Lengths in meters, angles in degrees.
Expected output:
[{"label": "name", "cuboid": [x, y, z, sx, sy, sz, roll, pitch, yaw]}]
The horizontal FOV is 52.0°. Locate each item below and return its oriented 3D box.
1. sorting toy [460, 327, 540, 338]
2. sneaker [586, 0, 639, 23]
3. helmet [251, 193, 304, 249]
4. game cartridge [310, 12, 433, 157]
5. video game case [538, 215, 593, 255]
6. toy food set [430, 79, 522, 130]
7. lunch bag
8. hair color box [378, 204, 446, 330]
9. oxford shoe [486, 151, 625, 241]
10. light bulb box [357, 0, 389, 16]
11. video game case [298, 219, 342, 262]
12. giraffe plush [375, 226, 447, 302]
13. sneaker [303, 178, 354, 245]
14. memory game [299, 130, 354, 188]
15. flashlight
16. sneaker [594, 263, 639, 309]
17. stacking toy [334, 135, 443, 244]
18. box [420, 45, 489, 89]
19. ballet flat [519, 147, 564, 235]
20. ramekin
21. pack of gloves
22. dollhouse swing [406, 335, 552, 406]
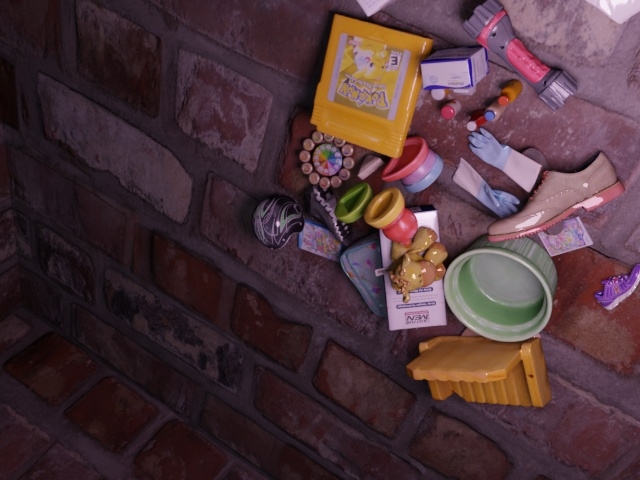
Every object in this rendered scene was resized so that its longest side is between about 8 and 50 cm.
[{"label": "sorting toy", "cuboid": [0.552, 0.307, 2.045, 0.193, 0.038, 0.208, 34, 129, 11]}, {"label": "sneaker", "cuboid": [0.585, -0.589, 1.362, 0.292, 0.108, 0.169, 49, 131, -5]}, {"label": "helmet", "cuboid": [-0.151, -0.061, 2.180, 0.169, 0.161, 0.169, 21, 125, 33]}, {"label": "game cartridge", "cuboid": [0.128, -0.418, 1.776, 0.285, 0.053, 0.323, 22, 112, 22]}, {"label": "video game case", "cuboid": [0.658, -0.010, 1.769, 0.122, 0.011, 0.087, -23, 104, 42]}, {"label": "toy food set", "cuboid": [0.383, -0.347, 1.666, 0.232, 0.104, 0.111, 10, 125, 29]}, {"label": "lunch bag", "cuboid": [0.204, 0.115, 2.101, 0.224, 0.108, 0.279, -23, 105, 42]}, {"label": "hair color box", "cuboid": [0.268, 0.079, 1.935, 0.174, 0.105, 0.347, -6, 102, 4]}, {"label": "oxford shoe", "cuboid": [0.564, -0.105, 1.636, 0.348, 0.123, 0.130, -25, 96, 6]}, {"label": "light bulb box", "cuboid": [0.144, -0.727, 1.401, 0.225, 0.358, 0.361, -29, 102, 41]}, {"label": "video game case", "cuboid": [0.000, 0.000, 2.230, 0.166, 0.015, 0.119, 20, 129, 23]}, {"label": "giraffe plush", "cuboid": [0.251, 0.076, 1.793, 0.210, 0.170, 0.181, -30, 100, 8]}, {"label": "sneaker", "cuboid": [0.023, -0.081, 2.121, 0.106, 0.078, 0.234, -21, 102, 45]}, {"label": "memory game", "cuboid": [0.018, -0.248, 2.015, 0.186, 0.012, 0.186, 7, 106, 23]}, {"label": "flashlight", "cuboid": [0.475, -0.438, 1.545, 0.304, 0.103, 0.103, 44, 131, 4]}, {"label": "sneaker", "cuboid": [0.786, 0.118, 1.730, 0.071, 0.068, 0.170, 41, 135, 13]}, {"label": "stacking toy", "cuboid": [0.200, -0.129, 1.843, 0.130, 0.309, 0.280, 41, 156, -26]}, {"label": "box", "cuboid": [0.333, -0.428, 1.624, 0.126, 0.137, 0.072, 5, 121, 33]}, {"label": "ballet flat", "cuboid": [0.571, -0.126, 1.718, 0.249, 0.084, 0.058, 64, 175, -17]}, {"label": "ramekin", "cuboid": [0.518, 0.122, 1.860, 0.303, 0.148, 0.303, 18, 128, 25]}, {"label": "pack of gloves", "cuboid": [0.445, -0.171, 1.725, 0.232, 0.046, 0.195, 44, 140, 34]}, {"label": "dollhouse swing", "cuboid": [0.462, 0.437, 1.952, 0.347, 0.305, 0.315, -5, 113, 33]}]
